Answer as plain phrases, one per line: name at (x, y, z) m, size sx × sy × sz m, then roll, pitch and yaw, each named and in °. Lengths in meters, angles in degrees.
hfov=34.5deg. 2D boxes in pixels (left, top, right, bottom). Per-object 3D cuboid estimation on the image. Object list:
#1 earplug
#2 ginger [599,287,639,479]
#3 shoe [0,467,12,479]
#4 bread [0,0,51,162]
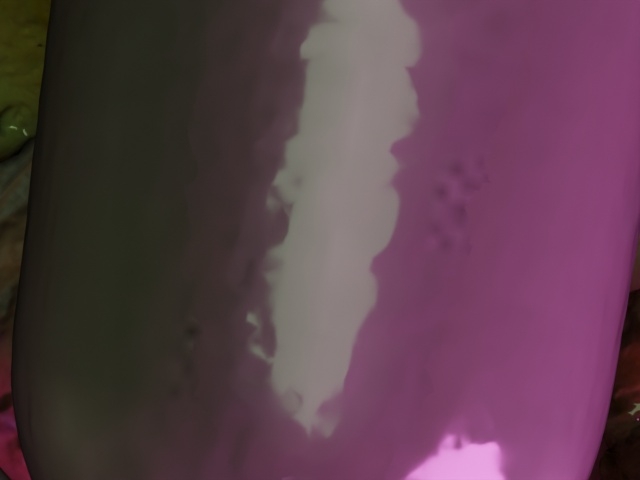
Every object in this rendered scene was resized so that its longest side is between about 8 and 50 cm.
earplug at (0.000, 0.000, 0.525) m, size 0.312 × 0.312 × 0.394 m, roll 10°, pitch 89°, yaw -1°
ginger at (0.209, 0.115, 0.628) m, size 0.084 × 0.122 × 0.290 m, roll 24°, pitch 83°, yaw -29°
shoe at (-0.180, 0.168, 0.492) m, size 0.132 × 0.160 × 0.363 m, roll -42°, pitch 130°, yaw -11°
bread at (-0.219, -0.173, 0.620) m, size 0.174 × 0.252 × 0.133 m, roll -11°, pitch 44°, yaw -1°
